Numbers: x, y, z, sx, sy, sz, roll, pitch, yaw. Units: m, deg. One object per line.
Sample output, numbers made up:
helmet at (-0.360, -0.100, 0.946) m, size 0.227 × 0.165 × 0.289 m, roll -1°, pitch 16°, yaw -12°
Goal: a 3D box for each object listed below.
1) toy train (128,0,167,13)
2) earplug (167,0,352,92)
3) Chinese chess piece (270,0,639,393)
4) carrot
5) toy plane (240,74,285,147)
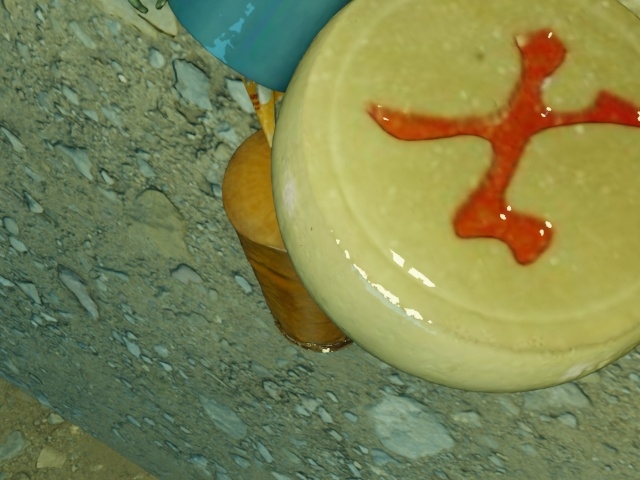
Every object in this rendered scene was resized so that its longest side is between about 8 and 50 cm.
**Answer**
toy train at (-0.201, -0.380, 0.654) m, size 0.231 × 0.163 × 0.369 m, roll 23°, pitch 130°, yaw 48°
earplug at (0.008, -0.262, 0.611) m, size 0.132 × 0.132 × 0.273 m, roll 41°, pitch 114°, yaw -2°
Chinese chess piece at (0.129, -0.052, 0.608) m, size 0.338 × 0.338 × 0.140 m, roll 36°, pitch 160°, yaw 5°
carrot at (0.000, 0.000, 0.943) m, size 0.196 × 0.196 × 0.254 m, roll 23°, pitch 152°, yaw 21°
toy plane at (-0.022, -0.155, 0.785) m, size 0.204 × 0.103 × 0.316 m, roll -3°, pitch 106°, yaw 45°
